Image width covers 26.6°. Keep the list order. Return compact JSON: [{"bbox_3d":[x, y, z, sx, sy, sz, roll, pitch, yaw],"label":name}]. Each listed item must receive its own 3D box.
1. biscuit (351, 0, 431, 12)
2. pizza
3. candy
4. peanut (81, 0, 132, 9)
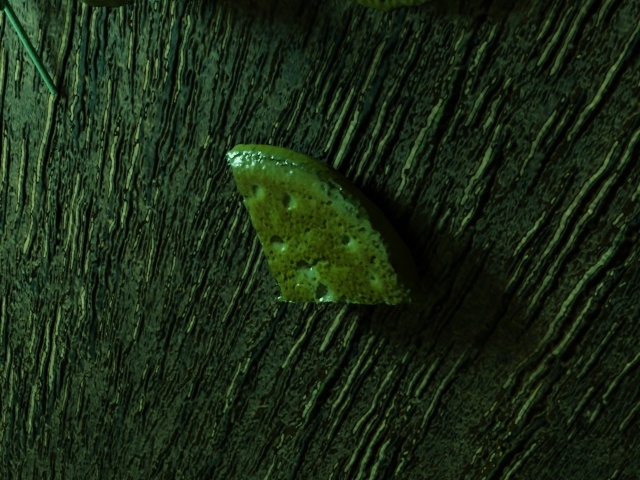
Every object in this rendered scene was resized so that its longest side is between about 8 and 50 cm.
[{"bbox_3d":[0.057,-0.355,1.328,0.262,0.037,0.262,17,125,26],"label":"biscuit"},{"bbox_3d":[0.000,0.000,1.566,0.292,0.058,0.197,36,132,15],"label":"pizza"},{"bbox_3d":[-0.399,-0.306,1.670,0.084,0.078,0.288,-7,120,34],"label":"candy"},{"bbox_3d":[-0.271,-0.351,1.506,0.224,0.129,0.129,53,133,8],"label":"peanut"}]
